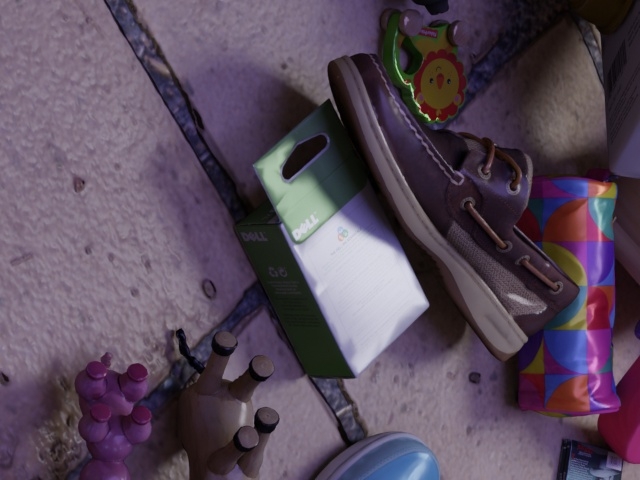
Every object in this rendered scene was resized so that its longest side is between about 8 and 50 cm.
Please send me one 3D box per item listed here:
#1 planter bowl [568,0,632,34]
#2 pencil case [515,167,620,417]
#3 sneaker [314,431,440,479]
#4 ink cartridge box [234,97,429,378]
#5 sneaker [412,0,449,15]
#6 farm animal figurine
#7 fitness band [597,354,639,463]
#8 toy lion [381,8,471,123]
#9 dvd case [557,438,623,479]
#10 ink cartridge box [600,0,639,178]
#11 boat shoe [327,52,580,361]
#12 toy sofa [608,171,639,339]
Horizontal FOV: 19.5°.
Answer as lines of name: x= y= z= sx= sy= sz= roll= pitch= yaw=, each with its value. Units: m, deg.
planter bowl: x=0.240 y=-0.304 z=1.723 sx=0.090 sy=0.217 sz=0.217 roll=7 pitch=83 yaw=-6
pencil case: x=0.234 y=0.047 z=1.739 sx=0.104 sy=0.104 sz=0.236 roll=2 pitch=89 yaw=-43
sneaker: x=0.053 y=0.288 z=1.492 sx=0.127 sy=0.208 sz=0.319 roll=53 pitch=56 yaw=-27
ink cartridge box: x=0.000 y=0.000 z=1.546 sx=0.109 sy=0.062 sz=0.209 roll=-42 pitch=116 yaw=-35
sneaker: x=0.123 y=-0.331 z=1.642 sx=0.135 sy=0.097 sz=0.276 roll=42 pitch=61 yaw=-34
farm animal figurine: x=-0.113 y=0.256 z=1.358 sx=0.330 sy=0.172 sz=0.327 roll=-30 pitch=68 yaw=-39
fitness band: x=0.381 y=0.103 z=1.789 sx=0.209 sy=0.054 sz=0.291 roll=-11 pitch=140 yaw=-50
toy lion: x=0.094 y=-0.153 z=1.660 sx=0.100 sy=0.034 sz=0.096 roll=7 pitch=92 yaw=-42
dvd case: x=0.259 y=0.259 z=1.815 sx=0.087 sy=0.013 sz=0.119 roll=18 pitch=78 yaw=-41
ink cartridge box: x=0.339 y=-0.220 z=1.698 sx=0.117 sy=0.201 sz=0.278 roll=7 pitch=56 yaw=-8
boat shoe: x=0.123 y=-0.044 z=1.591 sx=0.123 sy=0.123 sz=0.342 roll=-33 pitch=122 yaw=4
toy sofa: x=0.426 y=-0.030 z=1.888 sx=0.362 sy=0.177 sz=0.150 roll=-16 pitch=59 yaw=-42
